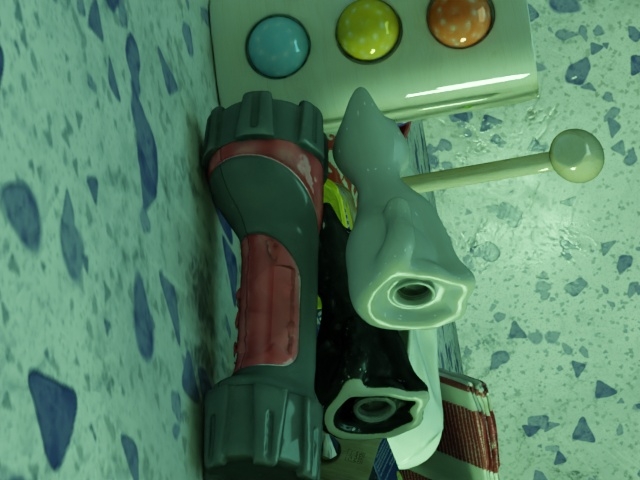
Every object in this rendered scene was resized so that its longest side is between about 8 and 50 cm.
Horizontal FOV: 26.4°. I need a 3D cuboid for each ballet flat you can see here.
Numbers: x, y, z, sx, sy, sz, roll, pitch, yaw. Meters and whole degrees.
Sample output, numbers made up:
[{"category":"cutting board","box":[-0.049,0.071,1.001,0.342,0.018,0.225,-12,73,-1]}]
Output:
[{"category":"ballet flat","box":[0.068,0.068,1.619,0.139,0.139,0.400,55,29,-70]}]

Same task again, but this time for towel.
[{"category":"towel","box":[0.170,0.320,1.850,0.237,0.037,0.329,11,-64,57]}]

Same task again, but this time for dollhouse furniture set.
[{"category":"dollhouse furniture set","box":[-0.010,0.170,1.217,0.182,0.101,0.161,-82,-174,-62]}]

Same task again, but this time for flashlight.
[{"category":"flashlight","box":[-0.046,0.035,1.018,0.103,0.103,0.304,82,9,-57]}]

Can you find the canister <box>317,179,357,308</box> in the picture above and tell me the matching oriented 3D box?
[{"category":"canister","box":[0.000,0.000,1.382,0.170,0.073,0.126,-22,103,-82]}]

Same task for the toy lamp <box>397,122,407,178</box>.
[{"category":"toy lamp","box":[0.075,-0.029,1.479,0.080,0.080,0.274,-80,170,-63]}]

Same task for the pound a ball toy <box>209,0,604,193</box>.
[{"category":"pound a ball toy","box":[0.076,-0.138,1.189,0.136,0.319,0.208,33,50,-78]}]

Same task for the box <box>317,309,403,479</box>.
[{"category":"box","box":[0.030,0.174,1.391,0.136,0.036,0.225,-17,84,-81]}]

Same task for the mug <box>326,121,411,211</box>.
[{"category":"mug","box":[0.042,-0.120,1.540,0.113,0.150,0.169,-139,-137,-79]}]

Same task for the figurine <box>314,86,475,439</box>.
[{"category":"figurine","box":[0.035,0.013,1.088,0.209,0.092,0.215,-106,-157,-43]}]
